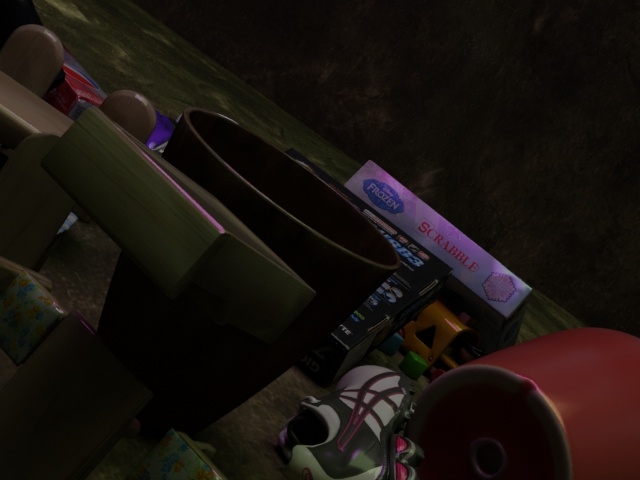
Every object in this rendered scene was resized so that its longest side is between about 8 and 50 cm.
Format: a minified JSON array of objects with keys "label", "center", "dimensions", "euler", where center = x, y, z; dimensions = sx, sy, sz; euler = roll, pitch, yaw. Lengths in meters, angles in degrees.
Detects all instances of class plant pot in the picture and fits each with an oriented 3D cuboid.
[{"label":"plant pot","center":[-0.087,0.045,0.907],"dimensions":[0.215,0.230,0.215],"euler":[35,13,-9]},{"label":"plant pot","center":[0.230,0.220,1.118],"dimensions":[0.243,0.275,0.275],"euler":[7,30,-49]}]

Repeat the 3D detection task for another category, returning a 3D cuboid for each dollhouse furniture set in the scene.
[{"label":"dollhouse furniture set","center":[-0.339,-0.198,1.071],"dimensions":[0.394,0.256,0.362],"euler":[35,12,-6]},{"label":"dollhouse furniture set","center":[-0.138,0.072,0.611],"dimensions":[0.212,0.242,0.161],"euler":[42,0,23]}]

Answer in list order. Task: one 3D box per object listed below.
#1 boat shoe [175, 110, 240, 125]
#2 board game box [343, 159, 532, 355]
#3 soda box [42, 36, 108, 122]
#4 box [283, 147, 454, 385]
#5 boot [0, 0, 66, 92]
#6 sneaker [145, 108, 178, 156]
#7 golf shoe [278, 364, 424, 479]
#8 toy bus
[{"label":"boat shoe","center":[-0.113,-0.103,1.725],"dimensions":[0.301,0.108,0.102],"euler":[32,-4,-20]},{"label":"board game box","center":[0.180,0.053,1.731],"dimensions":[0.318,0.066,0.319],"euler":[40,-14,18]},{"label":"soda box","center":[-0.353,-0.195,1.417],"dimensions":[0.083,0.092,0.263],"euler":[27,14,-46]},{"label":"box","center":[-0.016,0.017,1.386],"dimensions":[0.295,0.073,0.293],"euler":[38,32,15]},{"label":"boot","center":[-0.342,-0.282,1.284],"dimensions":[0.094,0.246,0.207],"euler":[-88,158,-72]},{"label":"sneaker","center":[-0.258,-0.131,1.458],"dimensions":[0.146,0.102,0.293],"euler":[31,7,-6]},{"label":"golf shoe","center":[0.025,0.176,1.049],"dimensions":[0.120,0.105,0.273],"euler":[27,13,-8]},{"label":"toy bus","center":[0.187,0.148,1.598],"dimensions":[0.202,0.104,0.191],"euler":[33,12,-12]}]
